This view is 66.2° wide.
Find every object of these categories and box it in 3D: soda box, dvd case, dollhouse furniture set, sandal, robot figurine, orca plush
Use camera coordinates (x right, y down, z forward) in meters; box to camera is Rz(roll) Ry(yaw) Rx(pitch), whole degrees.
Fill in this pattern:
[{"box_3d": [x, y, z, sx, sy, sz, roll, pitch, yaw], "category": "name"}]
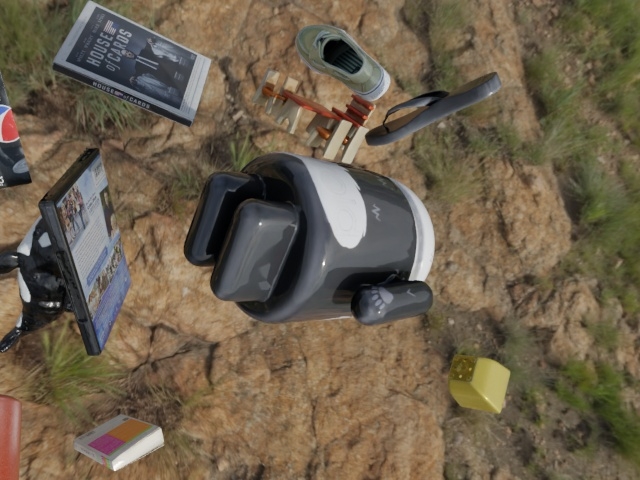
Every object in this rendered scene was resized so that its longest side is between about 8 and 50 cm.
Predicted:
[{"box_3d": [-0.461, -0.156, 0.685, 0.053, 0.060, 0.168, -21, 105, -43], "category": "soda box"}, {"box_3d": [-0.331, -0.322, 0.898, 0.239, 0.029, 0.179, 21, 54, -23], "category": "dvd case"}, {"box_3d": [-0.332, 0.015, 0.717, 0.022, 0.180, 0.253, -1, 122, -4], "category": "dvd case"}, {"box_3d": [0.013, -0.310, 1.180, 0.262, 0.135, 0.259, 42, 22, 27], "category": "dollhouse furniture set"}, {"box_3d": [0.189, -0.242, 0.876, 0.054, 0.255, 0.097, 58, 32, -17], "category": "sandal"}, {"box_3d": [0.000, 0.003, 0.530, 0.278, 0.174, 0.209, 3, 67, -45], "category": "robot figurine"}, {"box_3d": [-0.442, 0.085, 0.790, 0.287, 0.151, 0.102, -50, 59, 13], "category": "orca plush"}]

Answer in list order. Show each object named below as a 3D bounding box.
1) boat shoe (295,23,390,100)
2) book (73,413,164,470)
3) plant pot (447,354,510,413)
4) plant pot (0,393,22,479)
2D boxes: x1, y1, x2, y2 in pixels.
[{"box_3d": [0.033, -0.405, 1.050, 0.109, 0.094, 0.302, -50, 53, 7], "category": "boat shoe"}, {"box_3d": [-0.364, 0.358, 0.880, 0.096, 0.144, 0.035, -20, 104, -48], "category": "book"}, {"box_3d": [0.270, 0.242, 0.863, 0.083, 0.081, 0.081, 43, 59, -30], "category": "plant pot"}, {"box_3d": [-0.558, 0.367, 0.699, 0.273, 0.272, 0.265, 2, 63, -18], "category": "plant pot"}]
